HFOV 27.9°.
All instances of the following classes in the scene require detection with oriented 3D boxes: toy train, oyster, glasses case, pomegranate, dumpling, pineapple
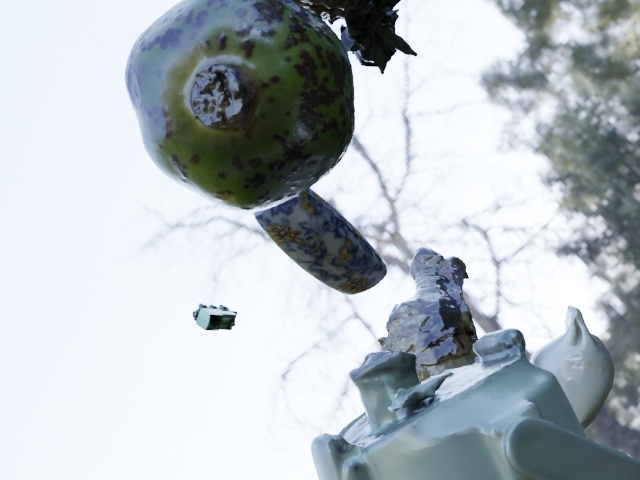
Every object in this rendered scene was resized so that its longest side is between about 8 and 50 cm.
[{"bbox_3d":[-0.169,0.127,2.107,0.083,0.053,0.033,8,-74,-44],"label":"toy train"},{"bbox_3d":[0.199,0.141,2.074,0.197,0.337,0.133,19,-54,-4],"label":"oyster"},{"bbox_3d":[0.000,0.000,1.729,0.087,0.065,0.248,-27,-40,21],"label":"glasses case"},{"bbox_3d":[-0.085,-0.155,1.368,0.254,0.254,0.270,-45,-4,9],"label":"pomegranate"},{"bbox_3d":[0.394,0.238,2.043,0.131,0.252,0.179,4,-19,7],"label":"dumpling"},{"bbox_3d":[0.029,-0.296,1.542,0.128,0.128,0.248,-44,-38,8],"label":"pineapple"}]

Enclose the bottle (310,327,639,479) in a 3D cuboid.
[{"bbox_3d":[0.135,0.226,0.886,0.229,0.352,0.229,-22,-2,-1],"label":"bottle"}]
